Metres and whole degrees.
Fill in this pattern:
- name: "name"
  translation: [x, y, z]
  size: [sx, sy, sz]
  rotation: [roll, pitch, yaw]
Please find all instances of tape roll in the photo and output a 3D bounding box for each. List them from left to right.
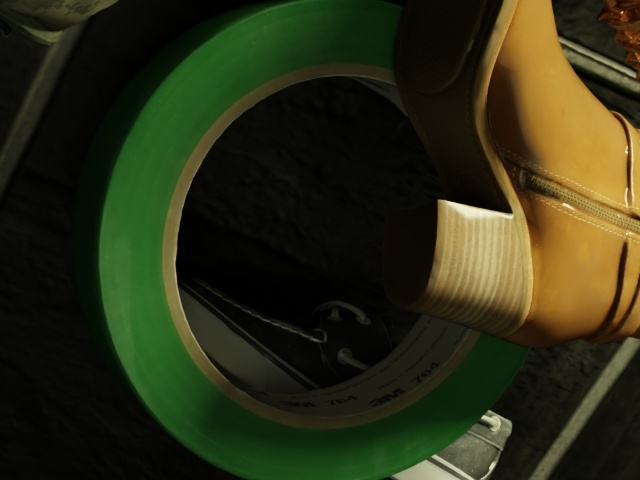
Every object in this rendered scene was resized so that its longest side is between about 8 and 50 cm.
- name: "tape roll"
  translation: [0.000, 0.000, 1.053]
  size: [0.321, 0.077, 0.321]
  rotation: [-3, 99, -21]

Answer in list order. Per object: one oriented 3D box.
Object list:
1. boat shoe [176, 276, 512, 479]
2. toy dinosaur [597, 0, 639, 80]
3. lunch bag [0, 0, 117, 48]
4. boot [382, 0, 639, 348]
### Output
- name: "boat shoe"
  translation: [0.012, 0.092, 1.165]
  size: [0.301, 0.108, 0.102]
  rotation: [33, 83, -15]
- name: "toy dinosaur"
  translation: [0.234, -0.239, 1.015]
  size: [0.218, 0.164, 0.322]
  rotation: [0, 139, 7]
- name: "lunch bag"
  translation: [-0.111, -0.269, 0.889]
  size: [0.305, 0.212, 0.256]
  rotation: [-29, 136, 8]
- name: "boot"
  translation: [0.161, -0.071, 1.015]
  size: [0.220, 0.109, 0.283]
  rotation: [9, 83, -31]
